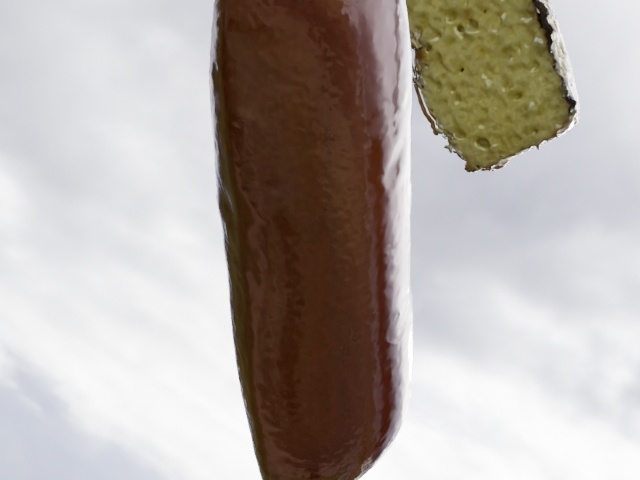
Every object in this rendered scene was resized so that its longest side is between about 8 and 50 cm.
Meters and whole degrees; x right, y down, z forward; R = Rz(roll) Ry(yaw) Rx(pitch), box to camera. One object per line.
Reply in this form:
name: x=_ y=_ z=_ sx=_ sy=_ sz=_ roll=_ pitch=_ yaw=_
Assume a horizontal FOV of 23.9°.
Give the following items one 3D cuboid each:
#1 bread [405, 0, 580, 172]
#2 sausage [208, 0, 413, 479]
bread: x=0.174 y=-0.207 z=1.560 sx=0.147 sy=0.160 sz=0.260 roll=-10 pitch=77 yaw=-68
sausage: x=0.000 y=0.000 z=0.684 sx=0.083 sy=0.089 sz=0.300 roll=10 pitch=-55 yaw=22
